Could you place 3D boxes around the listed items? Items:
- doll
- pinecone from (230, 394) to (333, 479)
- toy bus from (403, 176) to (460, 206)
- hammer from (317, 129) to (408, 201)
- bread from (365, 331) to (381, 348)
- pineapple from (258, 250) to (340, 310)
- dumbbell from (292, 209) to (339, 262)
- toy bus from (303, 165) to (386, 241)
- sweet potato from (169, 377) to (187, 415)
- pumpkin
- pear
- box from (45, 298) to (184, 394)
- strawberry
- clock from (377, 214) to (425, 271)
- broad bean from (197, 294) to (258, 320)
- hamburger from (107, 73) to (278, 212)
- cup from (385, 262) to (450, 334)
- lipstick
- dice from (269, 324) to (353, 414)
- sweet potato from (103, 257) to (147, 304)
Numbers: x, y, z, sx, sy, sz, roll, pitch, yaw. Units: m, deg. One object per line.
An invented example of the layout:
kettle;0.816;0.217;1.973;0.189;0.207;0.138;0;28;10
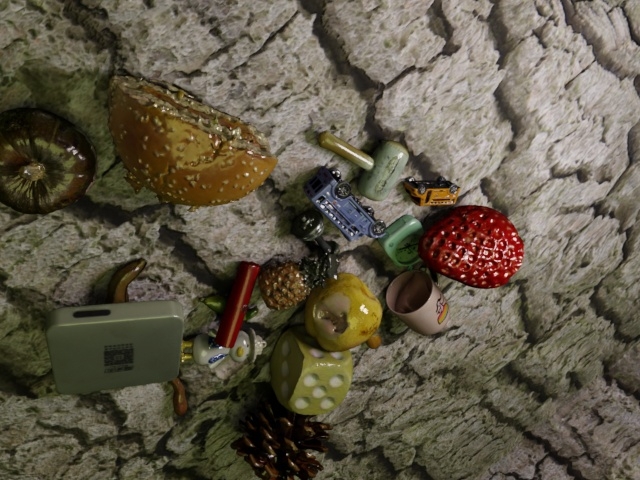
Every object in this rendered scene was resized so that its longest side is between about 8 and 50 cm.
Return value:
doll;-0.322;0.361;1.681;0.293;0.119;0.138;1;93;-24
pinecone;-0.114;0.727;1.858;0.384;0.384;0.385;-10;120;-18
toy bus;0.378;-0.166;1.721;0.194;0.083;0.088;-3;119;-23
hammer;0.117;-0.255;1.553;0.305;0.113;0.202;22;104;-26
bread;0.202;0.380;1.963;0.062;0.049;0.103;-29;126;-7
pineapple;-0.057;0.118;1.617;0.278;0.158;0.158;-22;125;8
dumbbell;0.000;0.000;1.641;0.110;0.110;0.254;-39;131;0
toy bus;0.083;-0.098;1.604;0.133;0.125;0.292;-41;123;9
sweet potato;-0.499;0.528;1.740;0.050;0.050;0.214;-12;117;-17
pumpkin;-0.675;-0.184;1.187;0.260;0.189;0.260;-10;118;-18
pear;0.072;0.248;1.713;0.271;0.271;0.271;-10;120;-18
box;-0.608;0.322;1.507;0.367;0.091;0.373;-1;136;-22
strawberry;0.495;0.015;1.714;0.344;0.318;0.295;0;147;-36
clock;0.311;0.023;1.806;0.159;0.066;0.211;-36;125;-2
broad bean;-0.305;0.222;1.654;0.213;0.048;0.070;19;108;-32
hamburger;-0.341;-0.208;1.283;0.445;0.268;0.287;16;113;-31
cup;0.388;0.216;1.892;0.200;0.191;0.253;45;61;-38
lipstick;-0.265;0.202;1.603;0.073;0.073;0.280;18;90;-30
dice;-0.033;0.458;1.787;0.226;0.238;0.233;10;113;-27
sweet potato;-0.590;0.147;1.484;0.081;0.062;0.233;12;110;-49
